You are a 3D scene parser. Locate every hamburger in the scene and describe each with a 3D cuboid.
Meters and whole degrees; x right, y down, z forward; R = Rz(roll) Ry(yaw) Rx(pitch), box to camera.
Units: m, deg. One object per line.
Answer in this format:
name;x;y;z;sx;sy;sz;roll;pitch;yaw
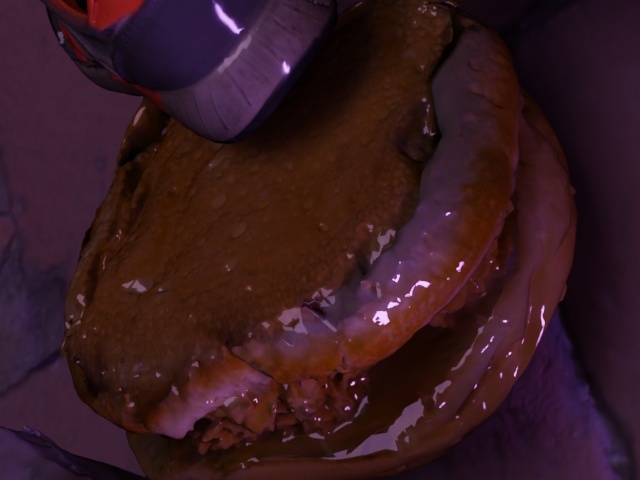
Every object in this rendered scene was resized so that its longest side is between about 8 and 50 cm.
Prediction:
hamburger;0.000;0.000;1.011;0.318;0.158;0.318;-25;43;26

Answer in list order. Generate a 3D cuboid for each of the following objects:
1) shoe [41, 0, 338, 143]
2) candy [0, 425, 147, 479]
shoe;-0.128;-0.169;1.027;0.132;0.171;0.336;-52;31;1
candy;-0.137;0.219;1.040;0.137;0.195;0.185;21;85;39
